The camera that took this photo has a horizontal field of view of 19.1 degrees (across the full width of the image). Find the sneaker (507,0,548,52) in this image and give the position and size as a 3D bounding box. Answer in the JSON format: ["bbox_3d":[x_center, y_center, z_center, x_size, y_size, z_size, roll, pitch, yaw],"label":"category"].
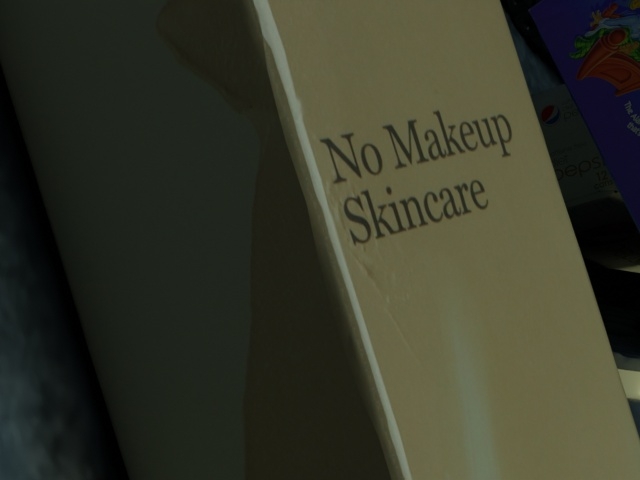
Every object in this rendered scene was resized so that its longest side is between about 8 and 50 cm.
[{"bbox_3d":[0.183,-0.163,1.231,0.130,0.109,0.286,-95,161,-46],"label":"sneaker"}]

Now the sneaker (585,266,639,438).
[{"bbox_3d":[0.165,0.089,1.037,0.319,0.112,0.131,-15,115,-69],"label":"sneaker"}]

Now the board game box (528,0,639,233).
[{"bbox_3d":[0.263,0.010,1.042,0.347,0.078,0.233,33,29,-50],"label":"board game box"}]

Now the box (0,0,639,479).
[{"bbox_3d":[0.000,0.000,0.666,0.148,0.121,0.311,-18,89,-50],"label":"box"}]

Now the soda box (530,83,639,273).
[{"bbox_3d":[0.178,-0.033,1.147,0.216,0.069,0.074,19,57,-60],"label":"soda box"}]
